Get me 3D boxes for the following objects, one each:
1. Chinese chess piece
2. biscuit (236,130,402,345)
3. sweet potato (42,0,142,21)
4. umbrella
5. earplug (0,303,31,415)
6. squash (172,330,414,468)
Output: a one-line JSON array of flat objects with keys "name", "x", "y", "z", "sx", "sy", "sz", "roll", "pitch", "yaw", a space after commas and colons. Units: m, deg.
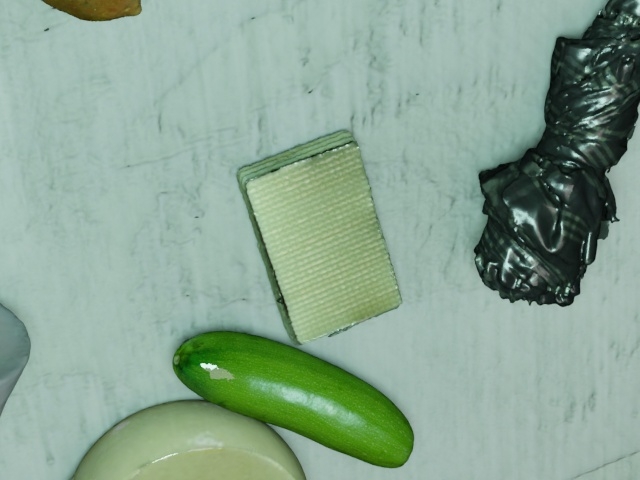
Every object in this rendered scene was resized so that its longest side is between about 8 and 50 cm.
[{"name": "Chinese chess piece", "x": -0.133, "y": 0.276, "z": 1.659, "sx": 0.250, "sy": 0.097, "sz": 0.251, "roll": -8, "pitch": 119, "yaw": -15}, {"name": "biscuit", "x": 0.000, "y": 0.000, "z": 1.599, "sx": 0.121, "sy": 0.040, "sz": 0.199, "roll": -22, "pitch": 122, "yaw": -10}, {"name": "sweet potato", "x": -0.273, "y": -0.260, "z": 1.346, "sx": 0.291, "sy": 0.097, "sz": 0.097, "roll": 20, "pitch": 108, "yaw": -20}, {"name": "umbrella", "x": 0.234, "y": -0.103, "z": 1.589, "sx": 0.154, "sy": 0.128, "sz": 0.337, "roll": -1, "pitch": 111, "yaw": -36}, {"name": "earplug", "x": -0.376, "y": 0.206, "z": 1.509, "sx": 0.172, "sy": 0.172, "sz": 0.301, "roll": 6, "pitch": 119, "yaw": -22}, {"name": "squash", "x": -0.019, "y": 0.152, "z": 1.644, "sx": 0.292, "sy": 0.082, "sz": 0.082, "roll": 25, "pitch": 105, "yaw": -30}]
